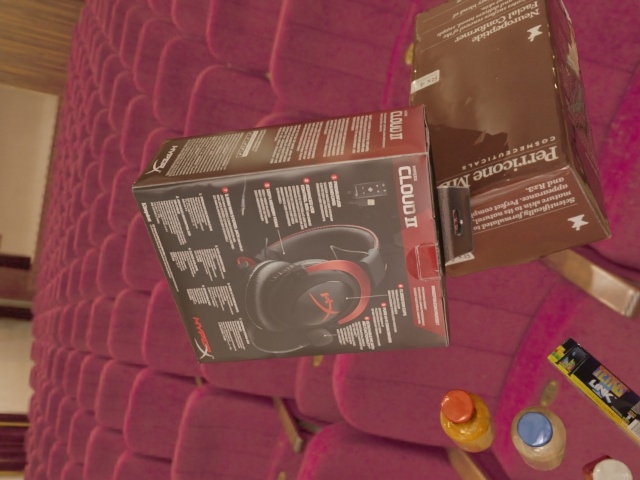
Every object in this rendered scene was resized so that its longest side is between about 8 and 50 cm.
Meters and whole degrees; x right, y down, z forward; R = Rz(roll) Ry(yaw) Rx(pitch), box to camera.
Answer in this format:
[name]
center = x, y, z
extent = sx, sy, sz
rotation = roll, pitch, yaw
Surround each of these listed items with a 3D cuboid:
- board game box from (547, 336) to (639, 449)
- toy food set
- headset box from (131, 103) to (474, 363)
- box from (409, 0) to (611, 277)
[board game box]
center = 0.400, 0.221, 0.883
extent = 0.048, 0.141, 0.170
rotation = -46, 42, 5
[toy food set]
center = 0.176, 0.206, 0.474
extent = 0.104, 0.111, 0.232
rotation = 51, -165, -58
[headset box]
center = 0.000, 0.000, 0.646
extent = 0.110, 0.293, 0.218
rotation = -80, -20, -56
[box]
center = 0.218, -0.159, 0.814
extent = 0.191, 0.143, 0.381
rotation = -18, 47, 31
